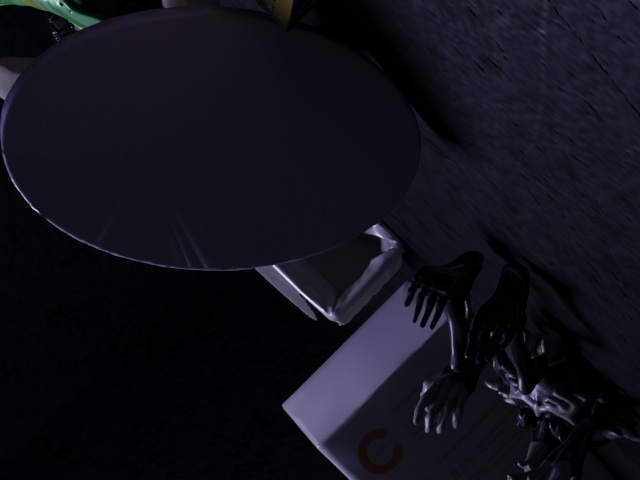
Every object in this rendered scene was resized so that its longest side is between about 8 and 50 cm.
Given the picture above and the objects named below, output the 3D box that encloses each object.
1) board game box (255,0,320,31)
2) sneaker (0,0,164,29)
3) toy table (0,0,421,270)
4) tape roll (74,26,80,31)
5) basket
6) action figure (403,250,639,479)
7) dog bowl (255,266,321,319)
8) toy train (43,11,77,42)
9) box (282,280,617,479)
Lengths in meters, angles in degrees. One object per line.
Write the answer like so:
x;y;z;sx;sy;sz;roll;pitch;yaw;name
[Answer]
-0.086;-0.235;0.709;0.243;0.042;0.165;45;174;-1;board game box
-0.248;-0.256;1.160;0.295;0.109;0.123;17;166;-16;sneaker
-0.086;-0.087;0.882;0.274;0.252;0.161;13;-161;-23;toy table
-0.234;-0.244;1.472;0.321;0.077;0.321;44;173;6;tape roll
0.000;0.000;1.371;0.167;0.113;0.103;44;178;14;basket
0.159;0.130;1.047;0.164;0.141;0.276;23;158;44;action figure
-0.093;-0.049;1.698;0.349;0.102;0.349;45;174;6;dog bowl
-0.293;-0.235;1.441;0.036;0.027;0.158;49;174;3;toy train
0.160;0.248;1.435;0.345;0.215;0.168;48;174;-17;box
